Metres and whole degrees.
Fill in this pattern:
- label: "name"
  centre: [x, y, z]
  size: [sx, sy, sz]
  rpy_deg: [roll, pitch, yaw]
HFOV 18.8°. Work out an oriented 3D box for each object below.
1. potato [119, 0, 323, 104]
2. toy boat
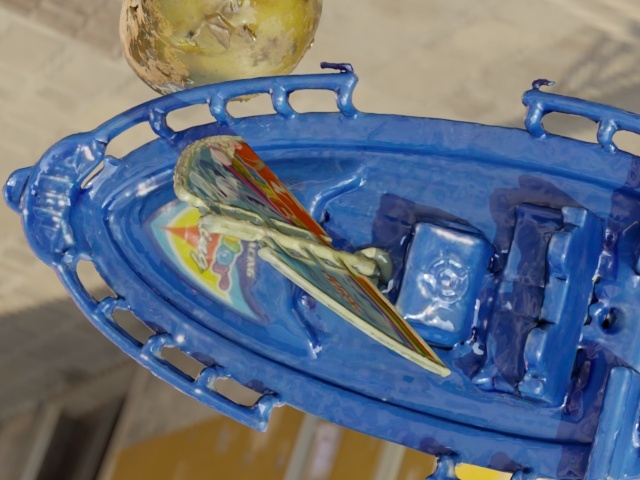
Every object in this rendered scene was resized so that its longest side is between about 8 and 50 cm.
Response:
- label: "potato"
  centre: [-0.064, -0.155, 1.241]
  size: [0.137, 0.137, 0.176]
  rpy_deg: [23, 169, -11]
- label: "toy boat"
  centre: [0.000, 0.000, 0.410]
  size: [0.175, 0.091, 0.110]
  rpy_deg: [12, 173, 24]
